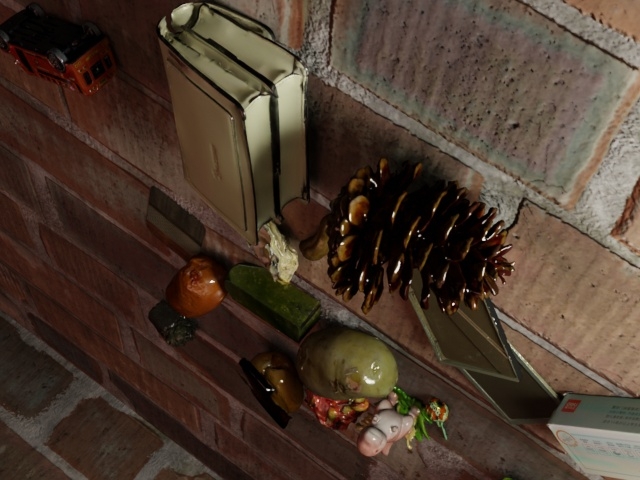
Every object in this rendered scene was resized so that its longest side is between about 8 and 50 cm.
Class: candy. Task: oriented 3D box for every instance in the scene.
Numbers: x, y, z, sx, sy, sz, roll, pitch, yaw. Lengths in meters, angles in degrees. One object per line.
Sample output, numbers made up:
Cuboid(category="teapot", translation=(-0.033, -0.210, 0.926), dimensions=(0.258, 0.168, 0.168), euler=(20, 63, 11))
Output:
Cuboid(category="candy", translation=(0.261, 0.395, 2.029), dimensions=(0.055, 0.049, 0.184), euler=(59, 174, 37))

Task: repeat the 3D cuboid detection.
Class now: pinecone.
Cuboid(category="pinecone", translation=(0.144, 0.011, 1.384), dimensions=(0.292, 0.246, 0.246), euler=(19, 147, 18))

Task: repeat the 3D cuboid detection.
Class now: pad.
Cuboid(category="pad", translation=(-0.422, -0.060, 2.207), dimensions=(0.323, 0.055, 0.250), euler=(22, 153, -2))

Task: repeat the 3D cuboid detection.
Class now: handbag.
Cuboid(category="handbag", translation=(-0.141, -0.191, 1.535), dimensions=(0.237, 0.160, 0.358), euler=(36, 153, 22))

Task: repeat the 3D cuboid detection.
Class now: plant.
Cuboid(category="plant", translation=(-0.413, 0.235, 2.610), dimensions=(0.143, 0.092, 0.094), euler=(43, 146, 10))

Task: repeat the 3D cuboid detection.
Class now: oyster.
Cuboid(category="oyster", translation=(-0.104, -0.011, 1.865), dimensions=(0.209, 0.072, 0.133), euler=(61, 159, 3))

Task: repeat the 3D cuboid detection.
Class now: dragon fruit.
Cuboid(category="dragon fruit", translation=(0.046, 0.357, 2.120), dimensions=(0.208, 0.133, 0.150), euler=(-16, 95, 62))

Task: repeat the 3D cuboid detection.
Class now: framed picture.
Cuboid(category="framed picture", translation=(0.336, 0.250, 1.728), dimensions=(0.252, 0.014, 0.197), euler=(47, 153, -11))
Cuboid(category="framed picture", translation=(0.241, 0.136, 1.653), dimensions=(0.192, 0.018, 0.265), euler=(10, 135, 48))

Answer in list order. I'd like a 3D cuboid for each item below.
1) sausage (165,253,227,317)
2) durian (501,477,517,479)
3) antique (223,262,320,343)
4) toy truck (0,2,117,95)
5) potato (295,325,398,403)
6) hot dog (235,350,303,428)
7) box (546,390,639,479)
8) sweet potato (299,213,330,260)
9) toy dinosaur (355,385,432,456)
Cuboid(category="sausage", translation=(-0.292, 0.115, 2.226), dimensions=(0.133, 0.133, 0.258), euler=(44, 152, -5))
Cuboid(category="durian", translation=(0.439, 0.655, 2.002), dimensions=(0.256, 0.204, 0.339), euler=(39, 155, 30))
Cuboid(category="antique", translation=(-0.110, 0.126, 2.056), dimensions=(0.221, 0.080, 0.081), euler=(32, 151, 19))
Cuboid(category="toy truck", translation=(-0.517, -0.368, 1.810), dimensions=(0.253, 0.107, 0.114), euler=(23, 147, 32))
Cuboid(category="potato", translation=(0.048, 0.263, 1.978), dimensions=(0.262, 0.165, 0.165), euler=(7, 138, 43))
Cuboid(category="hot dog", translation=(-0.115, 0.360, 2.393), dimensions=(0.194, 0.107, 0.326), euler=(46, 164, 11))
Cuboid(category="box", translation=(0.514, 0.327, 1.538), dimensions=(0.135, 0.079, 0.269), euler=(51, 152, -17))
Cuboid(category="sweet potato", translation=(0.002, 0.001, 1.750), dimensions=(0.053, 0.054, 0.182), euler=(34, 152, -5))
Cuboid(category="toy dinosaur", translation=(0.154, 0.423, 2.048), dimensions=(0.152, 0.177, 0.194), euler=(37, 155, 11))
